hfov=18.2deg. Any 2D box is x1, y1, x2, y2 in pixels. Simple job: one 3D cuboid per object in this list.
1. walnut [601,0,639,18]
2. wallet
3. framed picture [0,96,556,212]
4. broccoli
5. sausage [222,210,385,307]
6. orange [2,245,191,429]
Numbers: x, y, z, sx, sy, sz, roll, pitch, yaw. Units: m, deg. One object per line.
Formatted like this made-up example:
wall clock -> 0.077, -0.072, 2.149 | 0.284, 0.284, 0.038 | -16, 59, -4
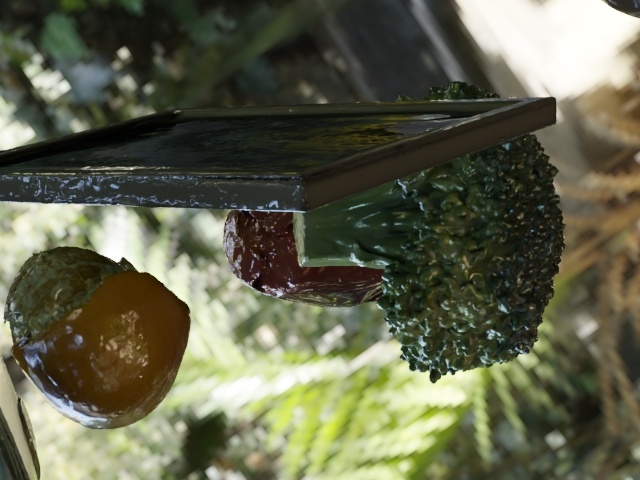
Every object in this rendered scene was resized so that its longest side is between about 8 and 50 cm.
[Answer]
walnut -> 0.300, -0.318, 1.696 | 0.273, 0.273, 0.227 | 55, -172, 6
wallet -> -0.379, 0.186, 2.257 | 0.309, 0.077, 0.223 | -117, 5, -70
framed picture -> -0.076, -0.076, 1.642 | 0.446, 0.326, 0.028 | 2, 105, 40
broccoli -> 0.122, -0.005, 1.880 | 0.235, 0.260, 0.288 | 3, 96, 59
sausage -> 0.000, 0.000, 2.327 | 0.280, 0.152, 0.152 | 8, -141, -54
orange -> -0.170, 0.068, 1.522 | 0.156, 0.134, 0.156 | 52, 162, 24
